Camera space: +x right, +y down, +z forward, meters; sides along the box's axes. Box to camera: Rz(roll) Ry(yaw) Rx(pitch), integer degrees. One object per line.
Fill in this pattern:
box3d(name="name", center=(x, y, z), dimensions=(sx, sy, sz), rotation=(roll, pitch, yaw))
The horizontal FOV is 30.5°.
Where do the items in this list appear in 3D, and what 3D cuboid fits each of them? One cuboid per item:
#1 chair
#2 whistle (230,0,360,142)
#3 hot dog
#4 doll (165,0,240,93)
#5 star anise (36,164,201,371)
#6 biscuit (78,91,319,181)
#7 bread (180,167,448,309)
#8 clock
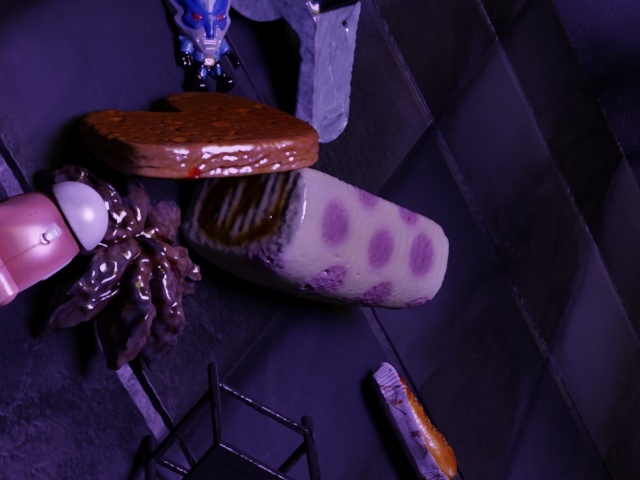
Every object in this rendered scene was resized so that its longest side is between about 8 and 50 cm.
box3d(name="chair", center=(-0.087, 0.265, 1.146), dimensions=(0.154, 0.141, 0.260), rotation=(32, 20, -23))
box3d(name="whistle", center=(-0.013, -0.348, 1.667), dimensions=(0.168, 0.188, 0.405), rotation=(-36, 104, -59))
box3d(name="hot dog", center=(0.129, 0.260, 1.645), dimensions=(0.191, 0.059, 0.108), rotation=(61, -12, -6))
box3d(name="doll", center=(-0.155, -0.286, 1.529), dimensions=(0.096, 0.070, 0.195), rotation=(-3, 77, -27))
box3d(name="star anise", center=(-0.204, 0.021, 1.238), dimensions=(0.223, 0.109, 0.236), rotation=(-7, 77, -63))
box3d(name="biscuit", center=(-0.151, -0.118, 1.338), dimensions=(0.277, 0.262, 0.052), rotation=(-9, 112, -39))
box3d(name="bread", center=(0.000, 0.000, 1.490), dimensions=(0.338, 0.187, 0.155), rotation=(21, 84, -53))
box3d(name="clock", center=(-0.288, 0.002, 1.058), dimensions=(0.162, 0.166, 0.093), rotation=(-36, 103, -51))
